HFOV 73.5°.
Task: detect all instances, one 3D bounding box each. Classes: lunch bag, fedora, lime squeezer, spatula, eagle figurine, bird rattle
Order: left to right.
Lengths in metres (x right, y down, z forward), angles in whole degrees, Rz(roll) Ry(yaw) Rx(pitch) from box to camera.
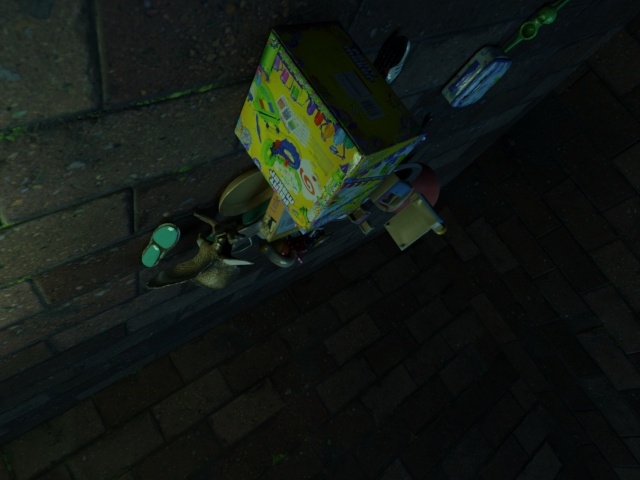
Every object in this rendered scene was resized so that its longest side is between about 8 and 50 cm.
[{"bbox_3d":[-0.351,0.066,1.310,0.298,0.226,0.225,-53,-163,14],"label":"eagle figurine"},{"bbox_3d":[-0.159,0.024,1.601,0.143,0.253,0.207,-32,-151,20],"label":"bird rattle"},{"bbox_3d":[0.274,-0.289,1.804,0.275,0.124,0.244,-21,163,-17],"label":"fedora"},{"bbox_3d":[0.437,-0.455,1.809,0.084,0.030,0.296,-31,169,-2],"label":"spatula"},{"bbox_3d":[0.540,-0.564,1.491,0.176,0.090,0.219,-19,161,-45],"label":"lunch bag"},{"bbox_3d":[0.714,-0.724,1.434,0.310,0.059,0.110,-39,-162,19],"label":"lime squeezer"}]

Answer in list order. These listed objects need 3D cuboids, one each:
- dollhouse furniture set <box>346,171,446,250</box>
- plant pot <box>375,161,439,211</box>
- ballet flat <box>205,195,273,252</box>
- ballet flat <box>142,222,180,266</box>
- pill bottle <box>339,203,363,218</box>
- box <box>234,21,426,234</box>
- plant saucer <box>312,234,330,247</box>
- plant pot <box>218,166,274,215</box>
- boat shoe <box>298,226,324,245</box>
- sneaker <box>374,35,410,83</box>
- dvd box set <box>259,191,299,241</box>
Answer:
[{"bbox_3d":[0.322,-0.073,1.723,0.286,0.303,0.198,-42,156,20],"label":"dollhouse furniture set"},{"bbox_3d":[0.391,-0.242,2.064,0.243,0.275,0.275,-10,156,-45],"label":"plant pot"},{"bbox_3d":[-0.241,-0.036,1.428,0.315,0.108,0.106,-29,126,12],"label":"ballet flat"},{"bbox_3d":[-0.440,0.001,1.200,0.188,0.070,0.070,-38,168,31],"label":"ballet flat"},{"bbox_3d":[0.083,-0.156,1.814,0.131,0.131,0.229,-38,168,24],"label":"pill bottle"},{"bbox_3d":[-0.001,-0.220,0.871,0.177,0.290,0.279,-27,168,-36],"label":"box"},{"bbox_3d":[0.000,0.000,1.715,0.083,0.015,0.083,-34,175,-4],"label":"plant saucer"},{"bbox_3d":[-0.200,-0.154,1.264,0.236,0.032,0.236,-33,169,-7],"label":"plant pot"},{"bbox_3d":[-0.036,-0.091,1.676,0.127,0.158,0.340,-31,169,-13],"label":"boat shoe"},{"bbox_3d":[0.181,-0.449,1.063,0.075,0.057,0.161,-47,175,-30],"label":"sneaker"},{"bbox_3d":[-0.003,-0.198,1.310,0.307,0.062,0.421,-24,151,-44],"label":"dvd box set"}]
